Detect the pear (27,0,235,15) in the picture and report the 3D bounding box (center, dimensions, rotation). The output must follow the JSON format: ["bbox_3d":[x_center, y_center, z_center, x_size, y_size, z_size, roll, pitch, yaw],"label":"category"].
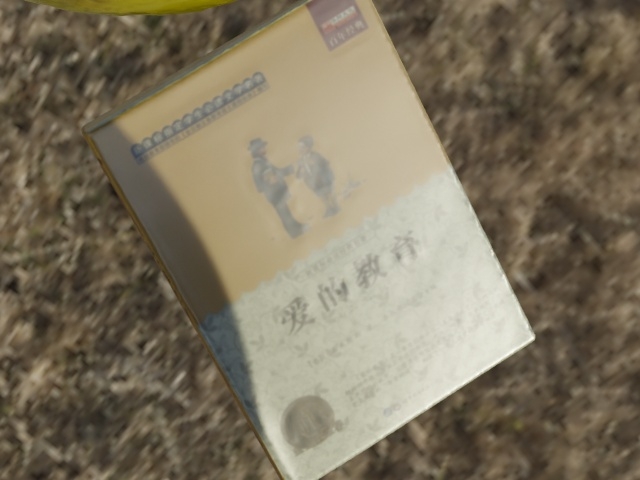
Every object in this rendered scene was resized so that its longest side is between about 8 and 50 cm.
[{"bbox_3d":[-0.056,-0.193,0.458,0.269,0.269,0.321,4,53,-25],"label":"pear"}]

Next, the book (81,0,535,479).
[{"bbox_3d":[0.000,0.000,0.723,0.118,0.012,0.172,-32,114,-9],"label":"book"}]
